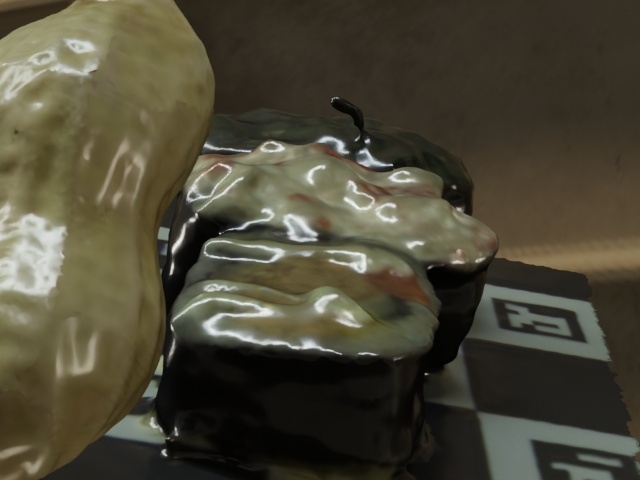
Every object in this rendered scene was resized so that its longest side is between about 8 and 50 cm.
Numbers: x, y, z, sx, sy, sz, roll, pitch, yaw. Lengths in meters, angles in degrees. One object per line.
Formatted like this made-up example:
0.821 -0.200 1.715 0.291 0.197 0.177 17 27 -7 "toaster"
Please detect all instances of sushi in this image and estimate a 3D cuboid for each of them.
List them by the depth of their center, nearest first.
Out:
0.000 0.000 0.722 0.296 0.373 0.100 11 -72 0 "sushi"

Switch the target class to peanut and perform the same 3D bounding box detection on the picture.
-0.077 -0.008 0.505 0.082 0.187 0.082 7 -30 4 "peanut"
